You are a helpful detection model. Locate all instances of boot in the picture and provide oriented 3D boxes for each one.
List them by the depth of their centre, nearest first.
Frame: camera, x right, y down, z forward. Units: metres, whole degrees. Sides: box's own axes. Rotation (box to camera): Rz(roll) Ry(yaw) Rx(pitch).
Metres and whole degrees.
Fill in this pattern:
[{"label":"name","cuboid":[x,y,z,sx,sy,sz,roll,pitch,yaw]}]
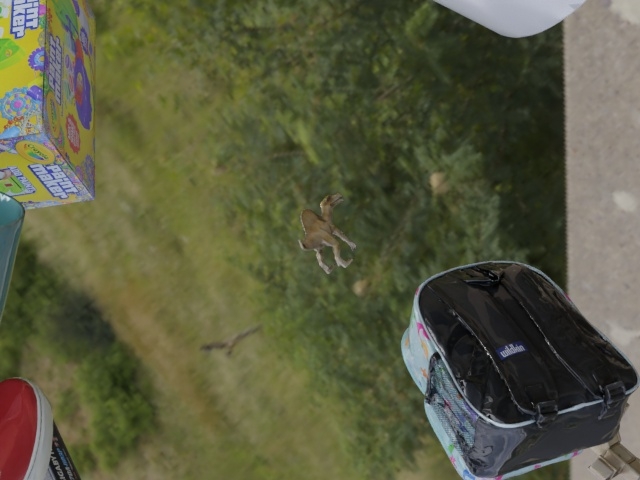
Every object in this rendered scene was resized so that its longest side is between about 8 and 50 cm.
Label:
[{"label":"boot","cuboid":[-0.347,0.218,0.914,0.088,0.244,0.176,7,155,30]}]

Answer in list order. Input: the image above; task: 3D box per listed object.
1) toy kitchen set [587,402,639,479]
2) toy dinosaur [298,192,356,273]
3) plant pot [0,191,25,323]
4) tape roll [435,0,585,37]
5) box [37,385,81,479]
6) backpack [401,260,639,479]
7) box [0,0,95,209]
[{"label":"toy kitchen set","cuboid":[0.387,0.266,1.320,0.083,0.068,0.075,42,129,31]},{"label":"toy dinosaur","cuboid":[0.000,0.000,1.396,0.053,0.183,0.092,-30,104,27]},{"label":"plant pot","cuboid":[-0.456,0.068,1.011,0.293,0.293,0.235,23,108,45]},{"label":"tape roll","cuboid":[0.147,-0.318,0.867,0.169,0.246,0.246,20,166,-24]},{"label":"box","cuboid":[-0.443,0.336,1.431,0.051,0.220,0.175,12,-140,-56]},{"label":"backpack","cuboid":[0.219,0.149,1.212,0.191,0.225,0.253,101,148,-45]},{"label":"box","cuboid":[-0.442,-0.195,1.276,0.177,0.279,0.290,71,-167,-64]}]
